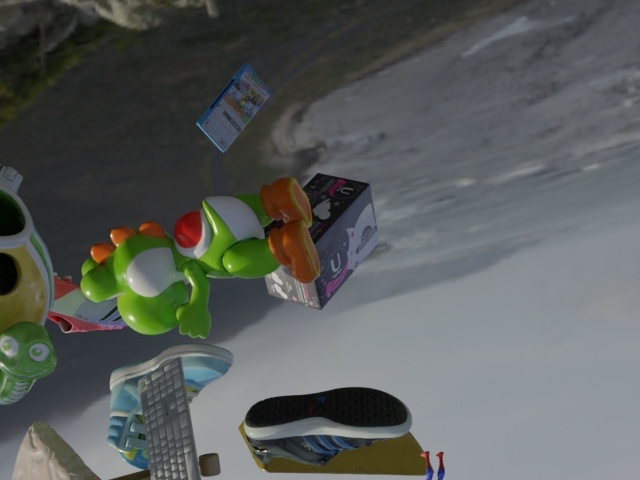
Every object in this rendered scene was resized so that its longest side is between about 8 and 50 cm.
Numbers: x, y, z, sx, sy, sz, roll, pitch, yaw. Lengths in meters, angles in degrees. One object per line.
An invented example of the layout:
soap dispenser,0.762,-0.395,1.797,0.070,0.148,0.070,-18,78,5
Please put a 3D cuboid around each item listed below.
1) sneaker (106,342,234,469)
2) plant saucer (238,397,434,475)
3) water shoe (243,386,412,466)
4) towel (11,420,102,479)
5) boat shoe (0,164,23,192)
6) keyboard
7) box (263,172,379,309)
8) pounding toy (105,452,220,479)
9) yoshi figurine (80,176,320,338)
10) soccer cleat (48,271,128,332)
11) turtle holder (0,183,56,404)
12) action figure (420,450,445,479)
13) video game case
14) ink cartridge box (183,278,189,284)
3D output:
sneaker,-0.288,0.324,2.011,0.319,0.208,0.127,-24,141,39
plant saucer,0.025,0.375,2.069,0.332,0.081,0.333,5,-177,-12
water shoe,0.012,0.226,1.266,0.203,0.080,0.073,-2,-144,12
towel,-0.371,0.464,1.494,0.053,0.317,0.332,9,-170,-40
boat shoe,-0.585,0.015,1.676,0.119,0.335,0.121,25,-168,-8
keyboard,-0.183,0.261,1.301,0.072,0.256,0.014,-36,136,21
box,0.000,0.000,2.204,0.142,0.163,0.247,15,-136,32
pounding toy,-0.251,0.407,1.672,0.206,0.094,0.181,-12,175,-19
yoshi figurine,-0.181,0.043,1.628,0.362,0.203,0.203,-15,-177,7
soccer cleat,-0.386,0.120,1.769,0.083,0.095,0.248,-1,164,42
turtle holder,-0.465,0.065,1.369,0.243,0.320,0.227,16,120,-21
action figure,0.158,0.349,1.446,0.038,0.115,0.030,8,151,-19
video game case,-0.183,-0.281,2.244,0.166,0.015,0.119,-52,147,-7
ink cartridge box,-0.267,0.064,1.900,0.028,0.083,0.048,-15,-169,29
